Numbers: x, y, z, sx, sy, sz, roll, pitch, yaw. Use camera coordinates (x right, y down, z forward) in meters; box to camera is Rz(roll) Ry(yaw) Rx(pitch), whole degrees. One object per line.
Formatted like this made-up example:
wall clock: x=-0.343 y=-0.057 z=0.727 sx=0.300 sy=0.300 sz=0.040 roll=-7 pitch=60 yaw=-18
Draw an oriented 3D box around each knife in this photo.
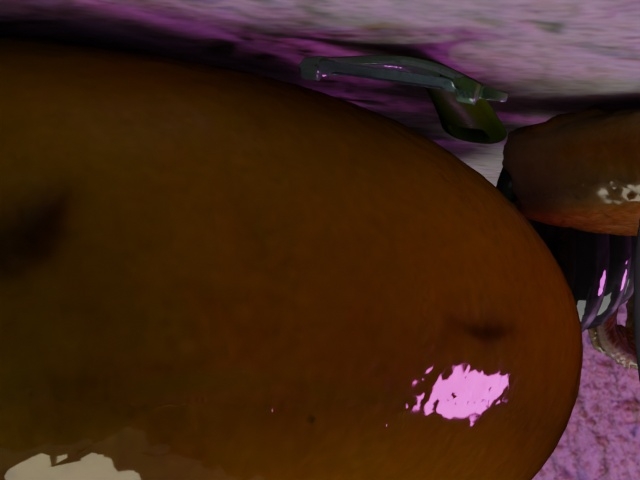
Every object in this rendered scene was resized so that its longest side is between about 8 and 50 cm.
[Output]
knife: x=0.051 y=-0.058 z=0.649 sx=0.078 sy=0.022 sz=0.166 roll=16 pitch=-178 yaw=18

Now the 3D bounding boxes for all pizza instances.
pizza: x=0.197 y=-0.033 z=0.747 sx=0.182 sy=0.062 sz=0.161 roll=-5 pitch=166 yaw=31

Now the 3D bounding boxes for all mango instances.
mango: x=-0.063 y=0.054 z=0.697 sx=0.445 sy=0.220 sz=0.301 roll=16 pitch=142 yaw=-38

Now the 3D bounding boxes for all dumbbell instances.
dumbbell: x=0.203 y=-0.005 z=0.872 sx=0.255 sy=0.110 sz=0.110 roll=-3 pitch=178 yaw=-17

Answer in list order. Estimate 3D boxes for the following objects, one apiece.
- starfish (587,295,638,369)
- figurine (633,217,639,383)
starfish: x=0.300 y=0.019 z=1.152 sx=0.312 sy=0.113 sz=0.303 roll=-6 pitch=-175 yaw=-35
figurine: x=0.187 y=-0.023 z=0.340 sx=0.205 sy=0.224 sz=0.382 roll=23 pitch=155 yaw=9
